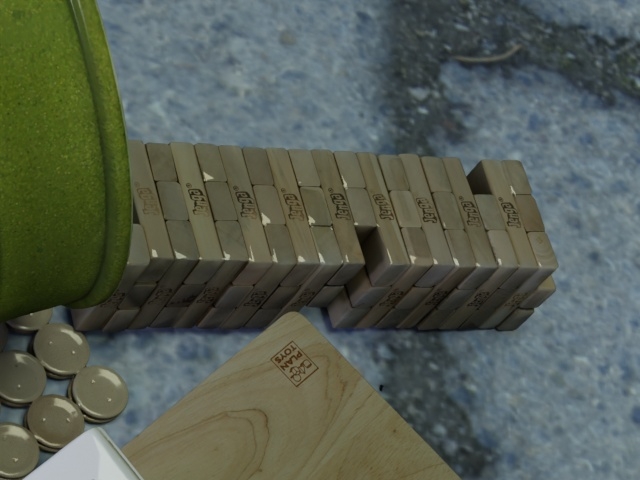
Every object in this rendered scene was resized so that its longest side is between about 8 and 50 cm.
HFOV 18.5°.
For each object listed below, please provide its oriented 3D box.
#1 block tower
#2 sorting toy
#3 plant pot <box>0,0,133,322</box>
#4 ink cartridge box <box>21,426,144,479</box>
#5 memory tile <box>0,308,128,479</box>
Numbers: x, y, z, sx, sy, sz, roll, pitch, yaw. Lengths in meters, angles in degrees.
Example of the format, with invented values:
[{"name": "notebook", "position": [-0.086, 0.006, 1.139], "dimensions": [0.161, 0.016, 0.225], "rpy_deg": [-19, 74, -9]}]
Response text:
[{"name": "block tower", "position": [0.000, 0.000, 1.298], "dimensions": [0.335, 0.091, 0.097], "rpy_deg": [0, 58, -30]}, {"name": "sorting toy", "position": [-0.022, 0.215, 1.150], "dimensions": [0.255, 0.089, 0.257], "rpy_deg": [46, 50, 7]}, {"name": "plant pot", "position": [-0.341, -0.075, 1.046], "dimensions": [0.353, 0.366, 0.366], "rpy_deg": [-22, 70, -23]}, {"name": "ink cartridge box", "position": [-0.104, 0.268, 0.969], "dimensions": [0.207, 0.117, 0.283], "rpy_deg": [-38, 81, -11]}, {"name": "memory tile", "position": [-0.199, 0.072, 1.205], "dimensions": [0.148, 0.012, 0.113], "rpy_deg": [49, 51, 9]}]
